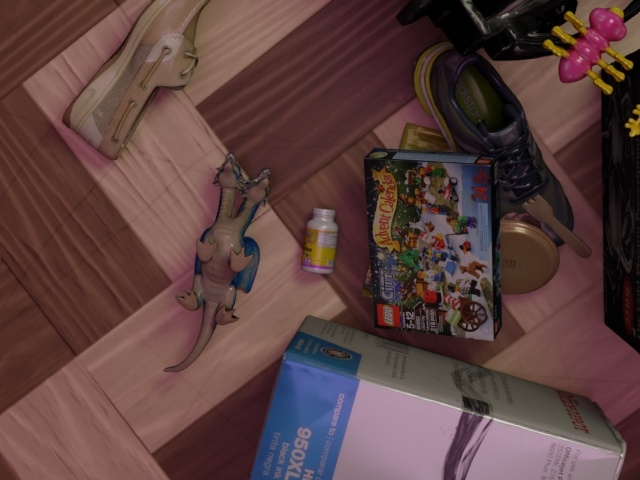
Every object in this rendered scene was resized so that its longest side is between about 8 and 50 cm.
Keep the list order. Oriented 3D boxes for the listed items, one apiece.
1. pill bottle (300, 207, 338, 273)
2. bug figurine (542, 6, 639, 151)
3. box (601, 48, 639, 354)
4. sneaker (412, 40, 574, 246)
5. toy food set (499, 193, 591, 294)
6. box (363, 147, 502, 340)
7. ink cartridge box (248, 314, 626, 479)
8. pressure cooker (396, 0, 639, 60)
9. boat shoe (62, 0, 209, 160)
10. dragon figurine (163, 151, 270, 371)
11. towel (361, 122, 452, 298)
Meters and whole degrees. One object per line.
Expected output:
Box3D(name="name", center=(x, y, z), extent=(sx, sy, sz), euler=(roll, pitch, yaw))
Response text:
Box3D(name="pill bottle", center=(0.000, 0.000, 1.626), extent=(0.043, 0.043, 0.083), euler=(7, 94, 4))
Box3D(name="bug figurine", center=(0.357, -0.203, 1.261), extent=(0.279, 0.072, 0.216), euler=(42, 102, -2))
Box3D(name="box", center=(0.437, -0.047, 1.455), extent=(0.179, 0.312, 0.343), euler=(-1, 93, 5))
Box3D(name="sneaker", center=(0.220, -0.111, 1.547), extent=(0.111, 0.121, 0.300), euler=(-37, 101, -3))
Box3D(name="toy food set", center=(0.237, 0.014, 1.577), extent=(0.132, 0.038, 0.192), euler=(41, 127, -21))
Box3D(name="box", center=(0.140, 0.005, 1.544), extent=(0.159, 0.044, 0.233), euler=(4, 114, 21))
Box3D(name="ink cartridge box", center=(0.137, 0.238, 1.510), extent=(0.395, 0.285, 0.166), euler=(16, 96, 4))
Box3D(name="pressure cooker", center=(0.232, -0.424, 1.426), extent=(0.370, 0.375, 0.420), euler=(-33, 91, 26))
Box3D(name="boat shoe", center=(-0.203, -0.235, 1.599), extent=(0.098, 0.109, 0.302), euler=(41, 101, -5))
Box3D(name="dragon figurine", center=(-0.127, 0.035, 1.617), extent=(0.085, 0.144, 0.289), euler=(15, 114, 2))
Box3D(name="towel", center=(0.130, -0.027, 1.626), extent=(0.102, 0.021, 0.237), euler=(14, 94, 2))
